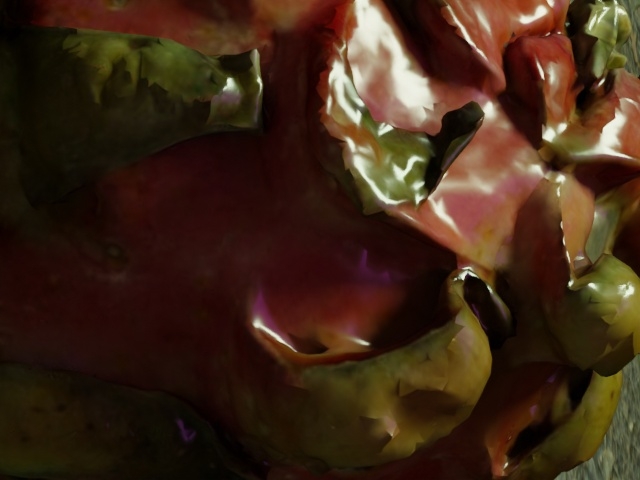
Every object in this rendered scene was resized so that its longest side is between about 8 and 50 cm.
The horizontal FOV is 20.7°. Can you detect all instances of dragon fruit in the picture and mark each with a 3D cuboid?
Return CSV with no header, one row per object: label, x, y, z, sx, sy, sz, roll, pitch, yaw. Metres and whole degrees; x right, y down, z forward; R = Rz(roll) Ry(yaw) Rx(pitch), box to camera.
dragon fruit,0.000,0.000,0.650,0.314,0.263,0.296,44,55,-59
